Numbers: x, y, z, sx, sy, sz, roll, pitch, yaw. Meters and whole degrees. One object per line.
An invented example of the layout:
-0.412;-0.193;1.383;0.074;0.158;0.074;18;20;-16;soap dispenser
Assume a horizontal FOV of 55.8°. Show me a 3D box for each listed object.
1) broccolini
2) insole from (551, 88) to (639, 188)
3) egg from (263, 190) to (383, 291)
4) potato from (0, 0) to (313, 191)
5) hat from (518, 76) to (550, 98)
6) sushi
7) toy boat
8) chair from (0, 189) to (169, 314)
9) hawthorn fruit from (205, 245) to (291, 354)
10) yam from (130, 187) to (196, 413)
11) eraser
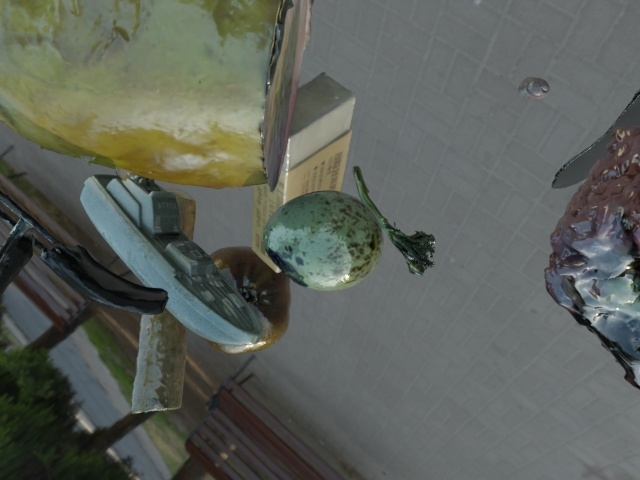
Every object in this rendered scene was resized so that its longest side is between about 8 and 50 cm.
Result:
0.161;-0.053;1.288;0.062;0.123;0.271;-36;86;29;broccolini
0.489;-0.170;1.012;0.348;0.119;0.009;100;154;-68;insole
0.000;0.000;0.510;0.110;0.085;0.085;3;132;27;egg
-0.145;-0.155;0.464;0.266;0.229;0.229;13;149;-4;potato
0.510;-0.373;1.460;0.042;0.058;0.087;28;-167;-44;hat
0.335;0.024;0.520;0.270;0.171;0.236;40;147;0;sushi
-0.152;0.015;0.636;0.260;0.078;0.085;43;109;18;toy boat
-0.247;0.039;0.448;0.221;0.145;0.140;36;161;-22;chair
-0.204;0.144;1.521;0.267;0.268;0.301;51;166;-8;hawthorn fruit
-0.205;0.075;0.803;0.066;0.299;0.066;2;167;0;yam
-0.036;-0.092;0.962;0.078;0.144;0.343;41;150;20;eraser
